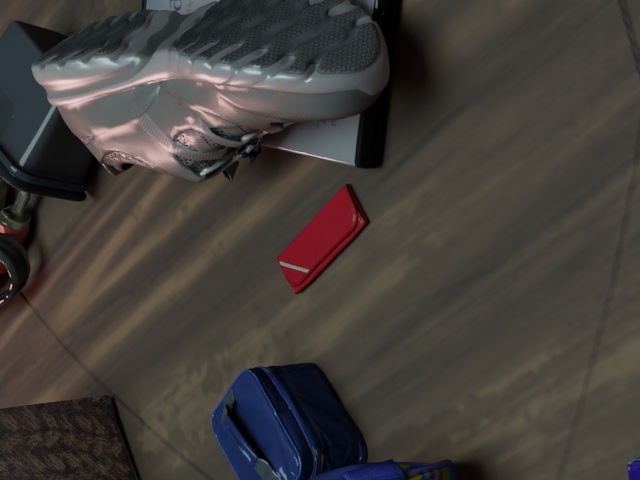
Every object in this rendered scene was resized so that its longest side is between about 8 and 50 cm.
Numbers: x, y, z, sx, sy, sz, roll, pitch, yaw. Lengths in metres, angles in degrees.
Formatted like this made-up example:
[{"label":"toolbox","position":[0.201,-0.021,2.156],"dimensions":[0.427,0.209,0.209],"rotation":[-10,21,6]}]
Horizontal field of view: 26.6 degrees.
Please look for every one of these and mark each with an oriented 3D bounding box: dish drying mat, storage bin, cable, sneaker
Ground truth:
[{"label":"dish drying mat","position":[0.000,0.000,0.891],"dimensions":[0.083,0.008,0.032],"rotation":[-47,58,38]},{"label":"storage bin","position":[-0.229,-0.110,1.082],"dimensions":[0.135,0.098,0.091],"rotation":[47,113,36]},{"label":"cable","position":[-0.314,0.052,1.224],"dimensions":[0.139,0.072,0.287],"rotation":[35,130,22]},{"label":"sneaker","position":[-0.061,-0.093,0.880],"dimensions":[0.281,0.105,0.115],"rotation":[4,129,43]}]

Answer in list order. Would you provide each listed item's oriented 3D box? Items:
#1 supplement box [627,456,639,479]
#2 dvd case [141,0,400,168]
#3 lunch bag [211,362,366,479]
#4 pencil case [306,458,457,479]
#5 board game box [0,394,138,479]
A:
[{"label":"supplement box","position":[0.252,0.130,0.544],"dimensions":[0.220,0.114,0.111],"rotation":[-14,80,48]},{"label":"dvd case","position":[-0.042,-0.157,0.921],"dimensions":[0.253,0.022,0.180],"rotation":[17,104,46]},{"label":"lunch bag","position":[-0.027,0.125,0.883],"dimensions":[0.098,0.065,0.067],"rotation":[54,128,30]},{"label":"pencil case","position":[0.062,0.269,0.750],"dimensions":[0.133,0.119,0.306],"rotation":[125,130,-63]},{"label":"board game box","position":[-0.257,0.297,1.085],"dimensions":[0.291,0.141,0.232],"rotation":[-44,61,40]}]
